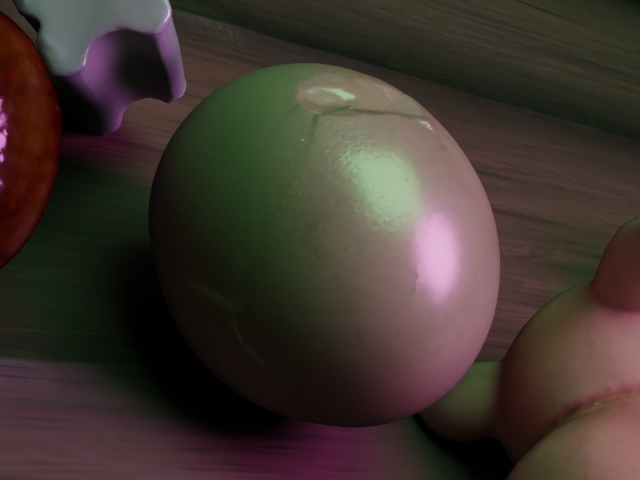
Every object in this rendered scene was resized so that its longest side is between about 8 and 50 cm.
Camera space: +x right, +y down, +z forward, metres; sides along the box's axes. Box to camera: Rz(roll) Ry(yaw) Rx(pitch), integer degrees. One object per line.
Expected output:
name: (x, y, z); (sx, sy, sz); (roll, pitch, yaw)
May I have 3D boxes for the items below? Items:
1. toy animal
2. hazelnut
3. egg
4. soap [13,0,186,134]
toy animal: (0.209, 0.155, 1.033); (0.269, 0.237, 0.326); (53, 31, 9)
hazelnut: (-0.247, -0.072, 0.897); (0.202, 0.170, 0.160); (22, 45, -1)
egg: (0.000, 0.000, 1.002); (0.219, 0.219, 0.269); (12, 21, -40)
soap: (-0.163, -0.174, 1.060); (0.159, 0.088, 0.265); (63, -4, 3)
